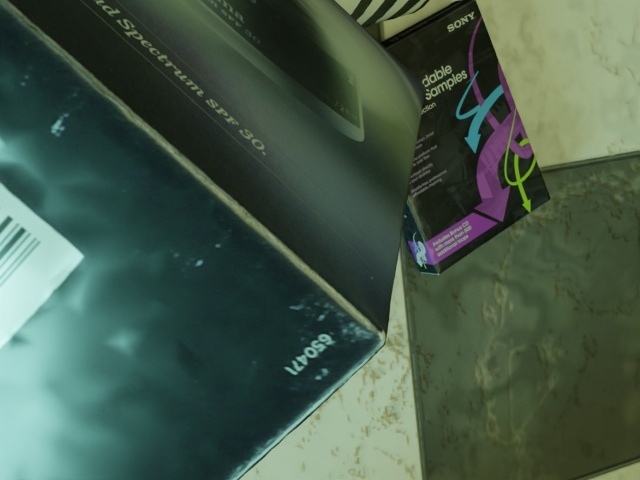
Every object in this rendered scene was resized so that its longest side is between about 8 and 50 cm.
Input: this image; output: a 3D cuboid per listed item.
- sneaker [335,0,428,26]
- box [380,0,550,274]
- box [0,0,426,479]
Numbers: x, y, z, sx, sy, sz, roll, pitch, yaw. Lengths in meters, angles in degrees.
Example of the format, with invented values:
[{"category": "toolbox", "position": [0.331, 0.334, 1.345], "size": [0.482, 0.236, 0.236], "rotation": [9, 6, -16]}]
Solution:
[{"category": "sneaker", "position": [-0.002, -0.344, 0.701], "size": [0.257, 0.169, 0.447], "rotation": [-14, 109, -37]}, {"category": "box", "position": [0.089, -0.074, 0.826], "size": [0.116, 0.029, 0.162], "rotation": [-32, 108, -24]}, {"category": "box", "position": [-0.120, -0.067, 0.501], "size": [0.296, 0.294, 0.183], "rotation": [42, 112, -11]}]
